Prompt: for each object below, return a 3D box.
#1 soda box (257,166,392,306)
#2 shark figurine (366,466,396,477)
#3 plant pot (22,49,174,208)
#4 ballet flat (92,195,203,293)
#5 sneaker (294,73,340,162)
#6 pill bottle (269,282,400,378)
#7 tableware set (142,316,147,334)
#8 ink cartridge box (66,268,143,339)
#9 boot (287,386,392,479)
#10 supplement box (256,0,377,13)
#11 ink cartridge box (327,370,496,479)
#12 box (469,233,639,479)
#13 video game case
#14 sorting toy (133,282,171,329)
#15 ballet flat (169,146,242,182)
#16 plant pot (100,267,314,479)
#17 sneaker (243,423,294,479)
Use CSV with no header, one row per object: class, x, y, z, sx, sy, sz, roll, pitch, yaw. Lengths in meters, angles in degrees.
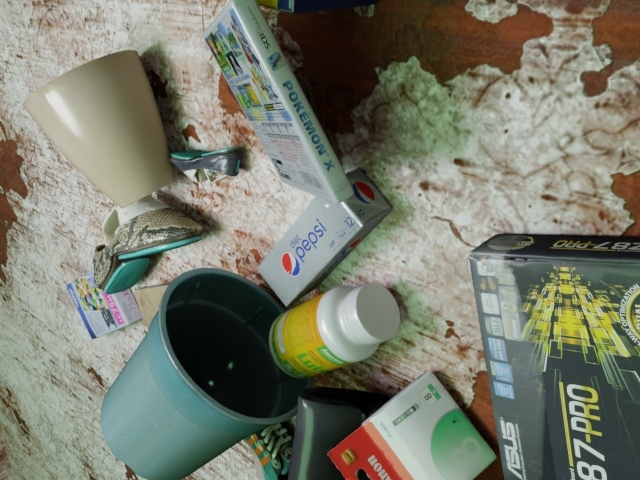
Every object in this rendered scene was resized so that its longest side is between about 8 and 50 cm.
soda box,0.000,0.000,1.130,0.098,0.091,0.286,51,136,10
shark figurine,0.215,0.451,1.165,0.278,0.166,0.116,49,164,-10
plant pot,-0.433,-0.216,1.343,0.256,0.256,0.274,-16,107,46
ballet flat,-0.443,-0.010,1.507,0.483,0.164,0.182,-27,81,50
sneaker,-0.032,-0.188,1.083,0.066,0.071,0.188,-19,96,46
pill bottle,0.025,0.161,1.150,0.245,0.136,0.136,-31,87,47
tableware set,-0.440,0.267,1.725,0.104,0.024,0.154,22,122,31
ink cartridge box,-0.640,0.180,1.844,0.311,0.065,0.186,-22,93,48
boot,-0.048,0.481,1.109,0.146,0.367,0.445,24,102,48
supplement box,-0.102,-0.467,0.925,0.356,0.194,0.195,26,125,32
ink cartridge box,0.154,0.358,1.066,0.181,0.224,0.056,53,159,10
box,0.386,0.189,0.855,0.318,0.097,0.395,5,113,45
video game case,-0.078,-0.209,0.983,0.300,0.036,0.329,61,171,-17
sorting toy,-0.305,0.213,1.521,0.255,0.089,0.257,-10,102,45
ballet flat,-0.237,-0.151,1.295,0.203,0.074,0.074,3,112,40
plant pot,-0.248,0.290,1.263,0.341,0.341,0.334,51,119,12
sneaker,-0.107,0.456,1.447,0.121,0.108,0.302,-3,115,43
